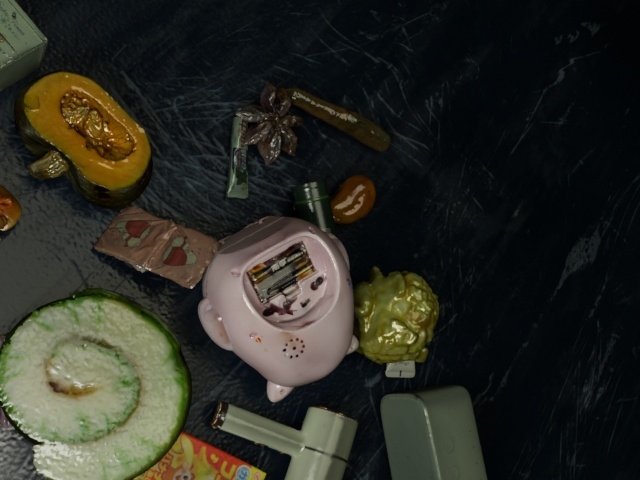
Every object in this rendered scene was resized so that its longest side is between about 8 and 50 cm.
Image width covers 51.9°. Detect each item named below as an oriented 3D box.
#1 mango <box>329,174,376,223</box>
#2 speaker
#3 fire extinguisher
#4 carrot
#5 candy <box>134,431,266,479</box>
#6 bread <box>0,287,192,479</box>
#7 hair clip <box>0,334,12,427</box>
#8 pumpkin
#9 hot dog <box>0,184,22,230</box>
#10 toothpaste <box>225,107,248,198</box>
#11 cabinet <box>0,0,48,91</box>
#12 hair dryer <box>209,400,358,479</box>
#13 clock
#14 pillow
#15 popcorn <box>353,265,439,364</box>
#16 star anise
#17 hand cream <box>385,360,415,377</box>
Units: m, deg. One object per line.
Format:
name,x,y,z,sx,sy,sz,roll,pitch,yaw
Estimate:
mango,0.078,-0.101,1.728,0.159,0.084,0.105,-40,101,-8
speaker,0.298,0.572,1.658,0.184,0.183,0.405,-5,82,-36
fire extinguisher,0.000,0.000,1.648,0.118,0.093,0.294,-11,95,13
carrot,0.045,-0.335,1.767,0.342,0.070,0.070,24,69,-22
candy,-0.269,0.503,1.399,0.276,0.088,0.146,35,63,-20
bread,-0.437,0.291,1.252,0.366,0.129,0.381,22,62,-18
hair clip,-0.675,0.248,1.230,0.301,0.069,0.172,18,69,-26
pumpkin,-0.506,-0.198,1.384,0.317,0.139,0.221,49,58,-16
hot dog,-0.737,-0.119,1.242,0.349,0.117,0.158,44,61,-14
toothpaste,-0.200,-0.216,1.617,0.060,0.038,0.233,8,77,-34
cabinet,-0.684,-0.379,1.309,0.206,0.150,0.145,-45,103,-28
hair dryer,-0.102,0.449,1.499,0.362,0.128,0.203,25,69,-15
clock,-0.073,0.147,1.473,0.368,0.251,0.376,-30,104,-22
pillow,-0.351,0.013,1.424,0.249,0.049,0.135,21,64,8
popcorn,0.181,0.196,1.643,0.255,0.256,0.195,44,16,13
star anise,-0.115,-0.286,1.648,0.212,0.073,0.196,-56,128,-34
hand cream,0.220,0.227,1.758,0.095,0.059,0.275,8,81,-26
